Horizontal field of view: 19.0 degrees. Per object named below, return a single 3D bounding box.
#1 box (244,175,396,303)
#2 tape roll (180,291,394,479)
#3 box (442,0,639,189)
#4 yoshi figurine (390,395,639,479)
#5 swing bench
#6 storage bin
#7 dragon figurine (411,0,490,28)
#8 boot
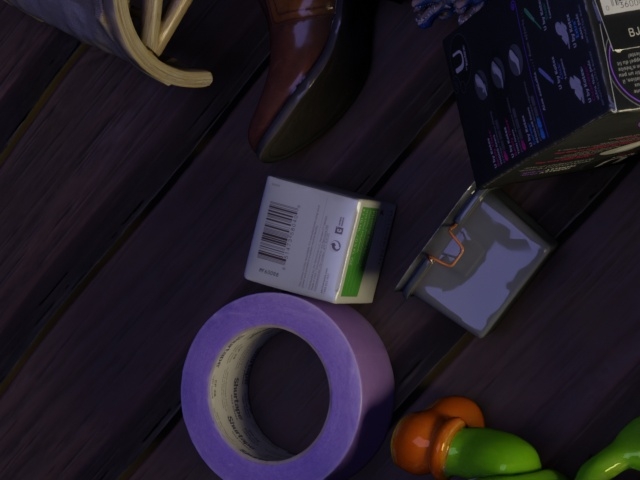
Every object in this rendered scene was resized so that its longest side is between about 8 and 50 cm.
[{"bbox_3d":[0.000,0.000,1.773,0.102,0.087,0.101,16,95,24],"label":"box"},{"bbox_3d":[-0.031,0.142,1.788,0.189,0.080,0.189,-1,87,25],"label":"tape roll"},{"bbox_3d":[0.232,-0.148,1.552,0.165,0.270,0.143,-10,82,-20],"label":"box"},{"bbox_3d":[0.240,0.249,1.637,0.362,0.204,0.203,13,53,39],"label":"yoshi figurine"},{"bbox_3d":[-0.203,-0.304,1.796,0.253,0.165,0.255,28,103,39],"label":"swing bench"},{"bbox_3d":[0.144,0.019,1.708,0.091,0.098,0.135,38,104,11],"label":"storage bin"},{"bbox_3d":[0.136,-0.320,1.715,0.085,0.144,0.289,4,54,25],"label":"dragon figurine"},{"bbox_3d":[-0.071,-0.245,1.814,0.280,0.096,0.264,35,110,26],"label":"boot"}]
